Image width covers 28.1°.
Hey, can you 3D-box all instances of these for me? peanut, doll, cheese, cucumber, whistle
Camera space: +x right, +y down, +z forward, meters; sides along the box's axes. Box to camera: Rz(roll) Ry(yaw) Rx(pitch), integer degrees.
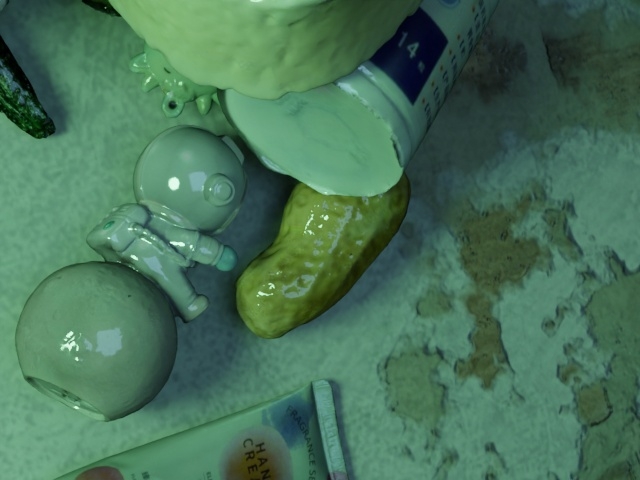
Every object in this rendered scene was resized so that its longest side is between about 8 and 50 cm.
[{"bbox_3d":[0.000,0.000,1.249,0.108,0.095,0.226,45,74,-21],"label":"peanut"},{"bbox_3d":[-0.160,0.018,1.155,0.151,0.151,0.287,35,71,-19],"label":"doll"},{"bbox_3d":[-0.025,-0.291,1.040,0.332,0.153,0.292,-35,74,-20],"label":"cheese"},{"bbox_3d":[-0.319,-0.197,1.140,0.044,0.043,0.256,-36,103,-16],"label":"cucumber"},{"bbox_3d":[-0.100,-0.233,1.210,0.102,0.106,0.253,29,76,-43],"label":"whistle"}]

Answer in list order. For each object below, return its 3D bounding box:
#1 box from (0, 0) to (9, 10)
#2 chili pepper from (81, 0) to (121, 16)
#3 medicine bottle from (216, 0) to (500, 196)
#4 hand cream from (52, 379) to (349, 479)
[{"bbox_3d":[-0.392,-0.251,0.990,0.262,0.206,0.291,-41,105,-5],"label":"box"},{"bbox_3d":[-0.195,-0.318,1.162,0.148,0.116,0.264,-19,82,-19],"label":"chili pepper"},{"bbox_3d":[0.060,-0.222,1.207,0.190,0.190,0.332,39,62,-18],"label":"medicine bottle"},{"bbox_3d":[-0.122,0.230,1.203,0.341,0.078,0.124,-12,92,-29],"label":"hand cream"}]
